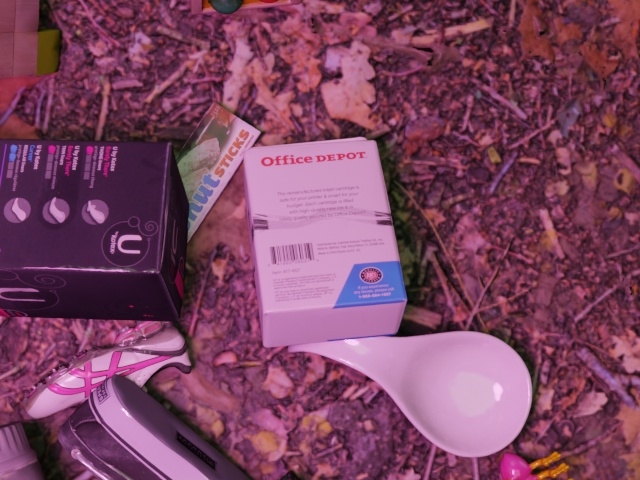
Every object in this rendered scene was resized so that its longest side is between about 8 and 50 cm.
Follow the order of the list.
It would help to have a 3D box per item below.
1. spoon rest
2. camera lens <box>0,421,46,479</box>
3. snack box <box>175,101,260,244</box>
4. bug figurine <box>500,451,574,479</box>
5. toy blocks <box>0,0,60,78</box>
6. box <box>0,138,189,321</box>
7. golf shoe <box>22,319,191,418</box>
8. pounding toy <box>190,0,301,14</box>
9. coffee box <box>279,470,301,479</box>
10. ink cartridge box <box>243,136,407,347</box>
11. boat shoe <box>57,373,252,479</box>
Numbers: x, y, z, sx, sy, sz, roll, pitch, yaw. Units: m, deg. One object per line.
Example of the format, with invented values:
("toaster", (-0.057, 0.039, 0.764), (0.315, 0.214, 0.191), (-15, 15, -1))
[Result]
("spoon rest", (0.102, 0.146, 1.219), (0.276, 0.084, 0.137), (20, 84, -3))
("camera lens", (-0.360, 0.338, 1.089), (0.219, 0.219, 0.274), (-14, 87, -6))
("snack box", (-0.141, -0.064, 1.243), (0.064, 0.022, 0.178), (33, 83, -2))
("bug figurine", (0.204, 0.353, 1.212), (0.279, 0.072, 0.216), (-25, 94, -14))
("toy blocks", (-0.466, -0.217, 1.090), (0.261, 0.381, 0.191), (11, 106, 15))
("box", (-0.280, -0.008, 1.129), (0.270, 0.165, 0.143), (1, 69, 1))
("golf shoe", (-0.229, 0.150, 1.194), (0.186, 0.067, 0.086), (-29, 90, -7))
("pounding toy", (-0.053, -0.311, 1.180), (0.181, 0.206, 0.094), (-7, 86, -6))
("coffee box", (0.017, 0.332, 1.179), (0.040, 0.113, 0.184), (-43, 89, -1))
("ink cartridge box", (0.000, 0.000, 1.183), (0.148, 0.086, 0.203), (-5, 59, -6))
("boat shoe", (-0.144, 0.279, 1.166), (0.105, 0.113, 0.306), (-44, 106, 9))
